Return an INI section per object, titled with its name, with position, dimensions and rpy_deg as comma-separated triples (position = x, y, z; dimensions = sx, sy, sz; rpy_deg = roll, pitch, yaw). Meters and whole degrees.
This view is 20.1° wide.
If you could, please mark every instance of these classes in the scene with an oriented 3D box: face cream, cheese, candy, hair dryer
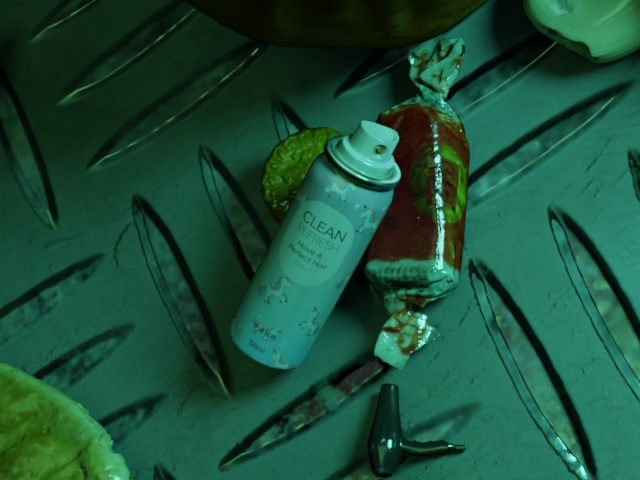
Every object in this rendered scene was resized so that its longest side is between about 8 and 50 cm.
[face cream]
position = 0.000, 0.000, 1.500
dimensions = 0.075, 0.075, 0.229
rpy_deg = 45, 122, 30
[cheese]
position = 0.259, -0.259, 1.491
dimensions = 0.137, 0.064, 0.227
rpy_deg = 31, 90, 30
[candy]
position = 0.083, -0.036, 1.523
dimensions = 0.086, 0.059, 0.292
rpy_deg = -4, 73, 29
[hair dryer]
position = 0.081, 0.159, 1.493
dimensions = 0.083, 0.031, 0.079
rpy_deg = 2, 67, 15

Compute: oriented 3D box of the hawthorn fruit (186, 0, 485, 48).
[hawthorn fruit]
position = 0.004, -0.369, 1.423
dimensions = 0.471, 0.472, 0.472
rpy_deg = -8, 72, 26

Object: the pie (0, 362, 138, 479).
[pie]
position = -0.303, 0.277, 1.633
dimensions = 0.339, 0.083, 0.339
rpy_deg = -7, 73, 24

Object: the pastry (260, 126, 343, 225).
[pastry]
position = -0.004, -0.050, 1.575
dimensions = 0.109, 0.057, 0.097
rpy_deg = 33, 91, 30
